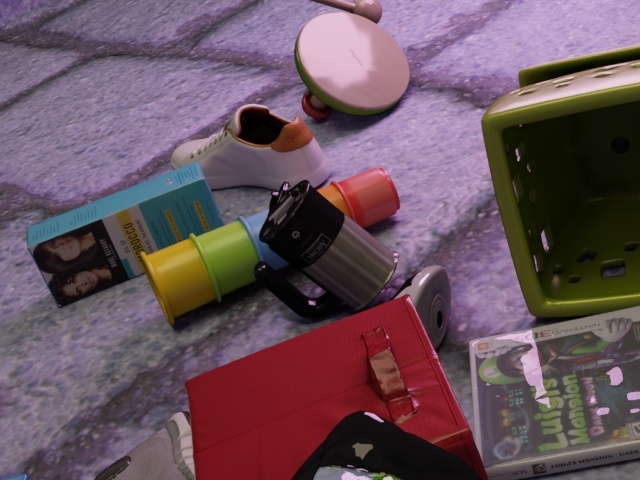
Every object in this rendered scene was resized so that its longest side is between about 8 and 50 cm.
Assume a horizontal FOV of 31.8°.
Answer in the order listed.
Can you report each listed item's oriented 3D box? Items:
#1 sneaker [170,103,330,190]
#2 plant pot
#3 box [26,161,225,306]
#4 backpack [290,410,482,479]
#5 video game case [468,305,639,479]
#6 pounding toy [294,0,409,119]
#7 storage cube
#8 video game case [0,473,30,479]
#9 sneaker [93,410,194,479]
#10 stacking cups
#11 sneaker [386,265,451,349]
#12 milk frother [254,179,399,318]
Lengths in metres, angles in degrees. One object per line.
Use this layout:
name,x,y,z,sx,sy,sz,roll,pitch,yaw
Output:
sneaker,-0.115,-0.145,1.611,0.290,0.123,0.106,4,39,40
plant pot,0.305,-0.077,1.127,0.228,0.227,0.207,-9,23,21
box,-0.253,-0.009,1.480,0.244,0.100,0.060,-22,29,-4
backpack,0.007,0.306,0.558,0.273,0.290,0.355,24,23,16
video game case,0.222,0.134,1.009,0.173,0.022,0.190,-13,29,13
pounding toy,0.027,-0.269,1.737,0.183,0.110,0.236,1,60,-24
storage cube,0.023,0.187,0.842,0.193,0.215,0.183,-22,30,1
video game case,-0.358,0.300,1.095,0.119,0.015,0.166,-15,28,10
sneaker,-0.145,0.246,0.999,0.132,0.086,0.229,-29,19,-7
stacking cups,-0.059,-0.007,1.365,0.316,0.096,0.096,-25,29,-13
sneaker,0.047,0.098,1.123,0.121,0.079,0.217,-1,35,28
milk frother,0.000,0.000,1.262,0.129,0.135,0.143,-40,20,33
